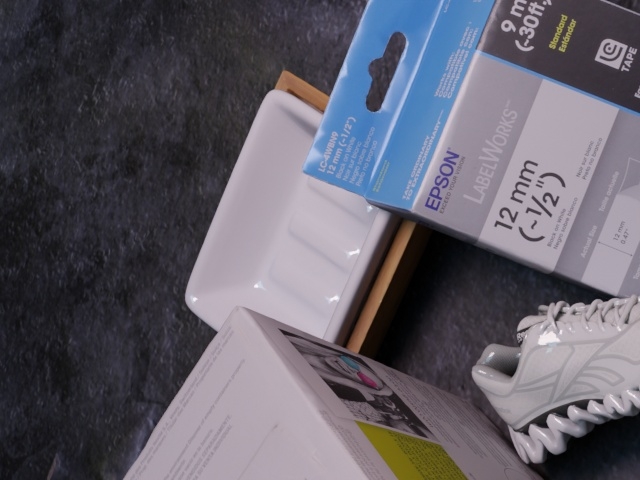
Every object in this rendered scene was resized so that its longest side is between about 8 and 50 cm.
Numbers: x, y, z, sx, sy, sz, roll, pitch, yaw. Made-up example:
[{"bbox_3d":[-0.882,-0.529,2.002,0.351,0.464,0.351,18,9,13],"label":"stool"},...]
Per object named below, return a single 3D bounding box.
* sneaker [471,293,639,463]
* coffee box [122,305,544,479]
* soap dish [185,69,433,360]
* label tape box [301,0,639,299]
[{"bbox_3d":[0.247,0.099,1.388,0.118,0.110,0.292,50,133,-1],"label":"sneaker"},{"bbox_3d":[0.025,0.325,1.381,0.338,0.334,0.338,-57,39,11],"label":"coffee box"},{"bbox_3d":[0.000,0.000,1.644,0.229,0.118,0.291,34,109,32],"label":"soap dish"},{"bbox_3d":[0.183,-0.114,1.455,0.347,0.115,0.249,22,90,1],"label":"label tape box"}]
